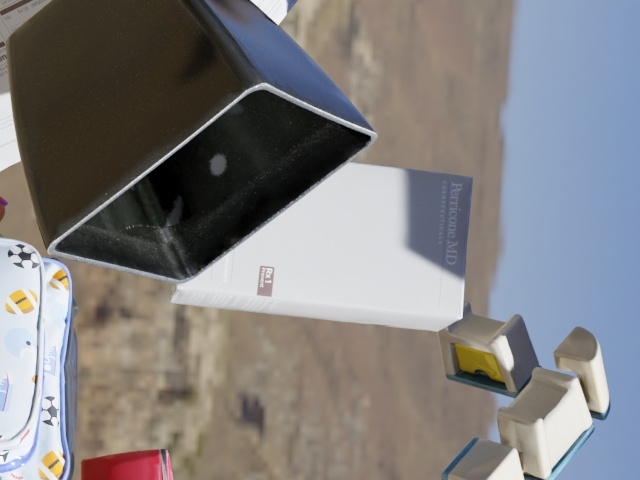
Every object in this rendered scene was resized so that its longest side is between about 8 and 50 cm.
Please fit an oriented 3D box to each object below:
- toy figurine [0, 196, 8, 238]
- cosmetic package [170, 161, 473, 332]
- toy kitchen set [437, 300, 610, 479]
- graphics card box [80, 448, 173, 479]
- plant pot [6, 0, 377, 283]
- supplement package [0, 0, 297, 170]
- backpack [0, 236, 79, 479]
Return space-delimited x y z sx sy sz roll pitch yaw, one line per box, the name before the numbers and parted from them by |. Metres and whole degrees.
toy figurine | -0.364 -0.101 2.209 0.159 0.130 0.173 -52 152 -5
cosmetic package | 0.000 0.000 1.623 0.107 0.238 0.127 127 -33 -78
toy kitchen set | 0.137 0.169 1.667 0.207 0.166 0.122 -42 131 -36
graphics card box | -0.168 0.392 1.917 0.371 0.094 0.233 86 -2 -56
plant pot | -0.106 -0.099 1.358 0.167 0.188 0.187 61 19 20
supplement package | -0.163 -0.197 1.588 0.145 0.262 0.204 60 30 -18
backpack | -0.332 0.120 1.594 0.213 0.263 0.276 94 -5 -53
